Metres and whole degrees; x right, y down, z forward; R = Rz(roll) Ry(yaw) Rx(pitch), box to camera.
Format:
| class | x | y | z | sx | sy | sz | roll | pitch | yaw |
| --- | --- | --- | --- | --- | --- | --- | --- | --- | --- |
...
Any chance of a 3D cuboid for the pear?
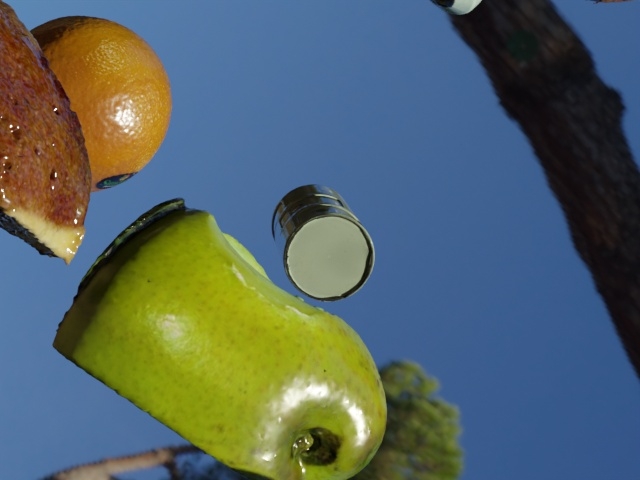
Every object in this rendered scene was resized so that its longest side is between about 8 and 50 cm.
| class | x | y | z | sx | sy | sz | roll | pitch | yaw |
| --- | --- | --- | --- | --- | --- | --- | --- | --- | --- |
| pear | -0.061 | 0.101 | 1.182 | 0.159 | 0.292 | 0.292 | -53 | -143 | -1 |

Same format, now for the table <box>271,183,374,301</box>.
| class | x | y | z | sx | sy | sz | roll | pitch | yaw |
| --- | --- | --- | --- | --- | --- | --- | --- | --- | --- |
| table | 0.000 | 0.000 | 1.985 | 0.126 | 0.126 | 0.220 | -47 | -167 | 5 |

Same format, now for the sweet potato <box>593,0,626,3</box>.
| class | x | y | z | sx | sy | sz | roll | pitch | yaw |
| --- | --- | --- | --- | --- | --- | --- | --- | --- | --- |
| sweet potato | 0.437 | -0.372 | 1.975 | 0.315 | 0.072 | 0.066 | 2 | -140 | 10 |

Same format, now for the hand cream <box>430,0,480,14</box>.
| class | x | y | z | sx | sy | sz | roll | pitch | yaw |
| --- | --- | --- | --- | --- | --- | --- | --- | --- | --- |
| hand cream | 0.193 | -0.359 | 1.410 | 0.067 | 0.109 | 0.320 | 3 | -128 | 47 |

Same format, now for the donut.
| class | x | y | z | sx | sy | sz | roll | pitch | yaw |
| --- | --- | --- | --- | --- | --- | --- | --- | --- | --- |
| donut | -0.272 | -0.118 | 0.962 | 0.295 | 0.112 | 0.151 | 29 | -95 | 10 |

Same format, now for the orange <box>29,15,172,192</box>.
| class | x | y | z | sx | sy | sz | roll | pitch | yaw |
| --- | --- | --- | --- | --- | --- | --- | --- | --- | --- |
| orange | -0.261 | -0.144 | 1.481 | 0.206 | 0.206 | 0.206 | -27 | -138 | 28 |
